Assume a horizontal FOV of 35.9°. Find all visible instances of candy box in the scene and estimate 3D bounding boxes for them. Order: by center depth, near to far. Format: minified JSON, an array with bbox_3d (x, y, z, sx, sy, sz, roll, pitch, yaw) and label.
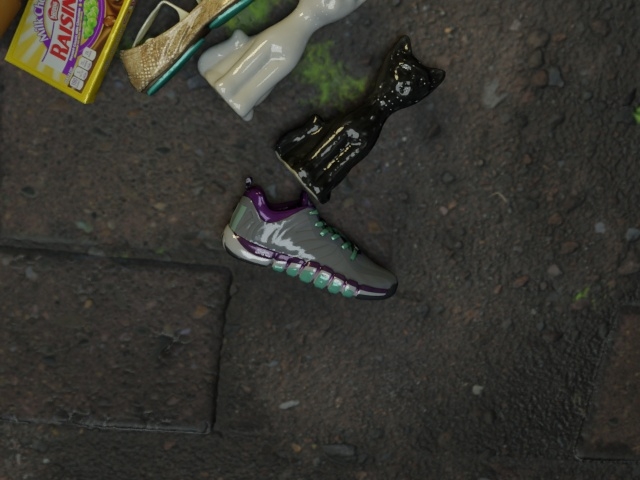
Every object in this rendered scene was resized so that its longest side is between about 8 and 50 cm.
[{"bbox_3d":[-0.251,-0.260,1.050,0.105,0.027,0.205,29,107,5],"label":"candy box"}]

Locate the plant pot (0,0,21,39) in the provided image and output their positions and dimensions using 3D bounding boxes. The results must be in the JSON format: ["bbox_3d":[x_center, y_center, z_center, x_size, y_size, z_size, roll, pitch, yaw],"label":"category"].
[{"bbox_3d":[-0.353,-0.321,0.950,0.205,0.205,0.188,34,88,-19],"label":"plant pot"}]

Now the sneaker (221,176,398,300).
[{"bbox_3d":[0.000,0.000,1.177,0.224,0.083,0.098,18,104,-14],"label":"sneaker"}]

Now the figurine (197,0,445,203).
[{"bbox_3d":[0.006,-0.188,1.109,0.209,0.092,0.215,-43,110,1],"label":"figurine"}]

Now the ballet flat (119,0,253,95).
[{"bbox_3d":[-0.137,-0.245,1.070,0.206,0.073,0.067,-40,97,4],"label":"ballet flat"}]
